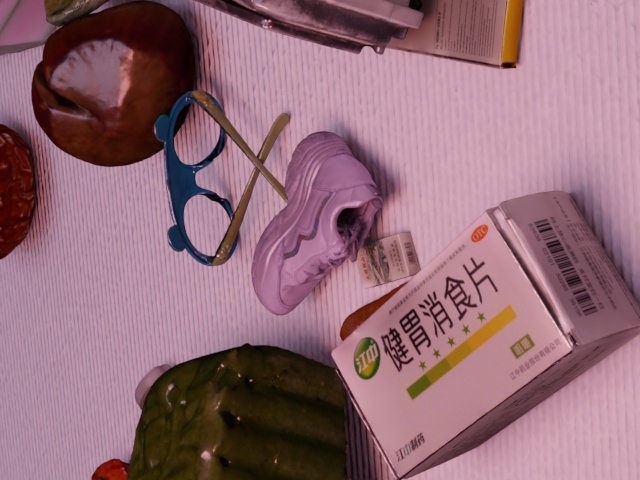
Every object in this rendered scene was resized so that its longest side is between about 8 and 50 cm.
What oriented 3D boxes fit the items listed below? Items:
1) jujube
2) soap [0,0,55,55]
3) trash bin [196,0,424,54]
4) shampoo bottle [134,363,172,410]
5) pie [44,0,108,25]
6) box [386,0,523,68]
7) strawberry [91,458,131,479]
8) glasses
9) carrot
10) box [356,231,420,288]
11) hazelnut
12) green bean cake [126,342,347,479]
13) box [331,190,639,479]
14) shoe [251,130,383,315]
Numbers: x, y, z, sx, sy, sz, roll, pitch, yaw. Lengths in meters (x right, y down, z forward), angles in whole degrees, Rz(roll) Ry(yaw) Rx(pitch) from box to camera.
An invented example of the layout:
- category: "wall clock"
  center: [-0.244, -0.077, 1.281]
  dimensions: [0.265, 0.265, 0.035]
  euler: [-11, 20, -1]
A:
- category: "jujube"
  center: [-0.571, -0.072, 2.153]
  dimensions: [0.213, 0.213, 0.232]
  euler: [30, 120, 39]
- category: "soap"
  center: [-0.491, -0.451, 2.020]
  dimensions: [0.446, 0.156, 0.261]
  euler: [-41, 69, 43]
- category: "trash bin"
  center: [-0.013, -0.409, 1.406]
  dimensions: [0.256, 0.296, 0.368]
  euler: [30, 106, 42]
- category: "shampoo bottle"
  center: [-0.192, 0.292, 1.932]
  dimensions: [0.227, 0.056, 0.086]
  euler: [53, 132, 25]
- category: "pie"
  center: [-0.324, -0.373, 1.874]
  dimensions: [0.187, 0.041, 0.187]
  euler: [-32, 34, 25]
- category: "box"
  center: [0.126, -0.274, 1.489]
  dimensions: [0.247, 0.033, 0.129]
  euler: [20, 111, 44]
- category: "strawberry"
  center: [-0.279, 0.416, 2.047]
  dimensions: [0.188, 0.082, 0.121]
  euler: [43, 147, 21]
- category: "glasses"
  center: [-0.102, -0.084, 1.757]
  dimensions: [0.206, 0.102, 0.239]
  euler: [-2, 97, 19]
- category: "carrot"
  center: [0.099, 0.071, 1.586]
  dimensions: [0.216, 0.048, 0.048]
  euler: [-39, 70, 37]
- category: "box"
  center: [0.080, 0.025, 1.609]
  dimensions: [0.083, 0.024, 0.054]
  euler: [-19, 86, 47]
- category: "hazelnut"
  center: [-0.277, -0.225, 1.823]
  dimensions: [0.251, 0.217, 0.217]
  euler: [-42, 68, 32]
- category: "green bean cake"
  center: [-0.128, 0.312, 1.673]
  dimensions: [0.319, 0.218, 0.335]
  euler: [-34, 41, 47]
- category: "box"
  center: [0.177, 0.105, 1.434]
  dimensions: [0.333, 0.145, 0.173]
  euler: [-46, 67, 43]
- category: "shoe"
  center: [0.000, 0.000, 1.626]
  dimensions: [0.137, 0.095, 0.245]
  euler: [46, 123, 46]
